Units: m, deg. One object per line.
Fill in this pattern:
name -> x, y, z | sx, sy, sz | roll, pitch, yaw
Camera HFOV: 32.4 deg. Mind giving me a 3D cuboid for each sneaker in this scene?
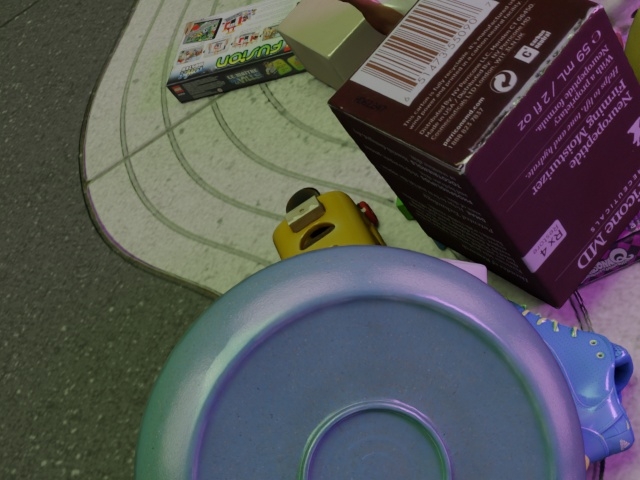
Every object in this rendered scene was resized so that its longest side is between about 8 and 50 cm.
sneaker -> 0.177, 0.098, 0.895 | 0.126, 0.091, 0.240 | -16, 45, -1

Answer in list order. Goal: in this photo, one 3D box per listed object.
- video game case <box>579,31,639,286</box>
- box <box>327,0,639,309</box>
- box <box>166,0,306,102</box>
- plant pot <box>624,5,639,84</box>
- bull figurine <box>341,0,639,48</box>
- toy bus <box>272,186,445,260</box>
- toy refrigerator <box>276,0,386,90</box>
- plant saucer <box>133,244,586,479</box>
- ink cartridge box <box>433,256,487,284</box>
video game case -> 0.270, -0.086, 0.991 | 0.210, 0.042, 0.232 | -26, 45, 15
box -> 0.150, -0.087, 0.898 | 0.168, 0.203, 0.167 | -50, 43, -7
box -> -0.089, -0.245, 1.374 | 0.207, 0.036, 0.114 | -9, 52, 29
plant pot -> 0.311, -0.164, 0.925 | 0.134, 0.095, 0.134 | -17, 47, 19
bull figurine -> 0.147, -0.236, 1.041 | 0.310, 0.188, 0.101 | 7, 78, 41
toy bus -> 0.008, 0.004, 1.057 | 0.202, 0.104, 0.191 | 3, 58, 36
toy refrigerator -> 0.088, -0.292, 1.250 | 0.269, 0.094, 0.102 | -49, 48, -6
plant saucer -> 0.035, 0.159, 0.740 | 0.317, 0.317, 0.044 | -51, 4, -10
ink cartridge box -> 0.036, 0.092, 0.879 | 0.176, 0.127, 0.128 | 148, 125, -62
